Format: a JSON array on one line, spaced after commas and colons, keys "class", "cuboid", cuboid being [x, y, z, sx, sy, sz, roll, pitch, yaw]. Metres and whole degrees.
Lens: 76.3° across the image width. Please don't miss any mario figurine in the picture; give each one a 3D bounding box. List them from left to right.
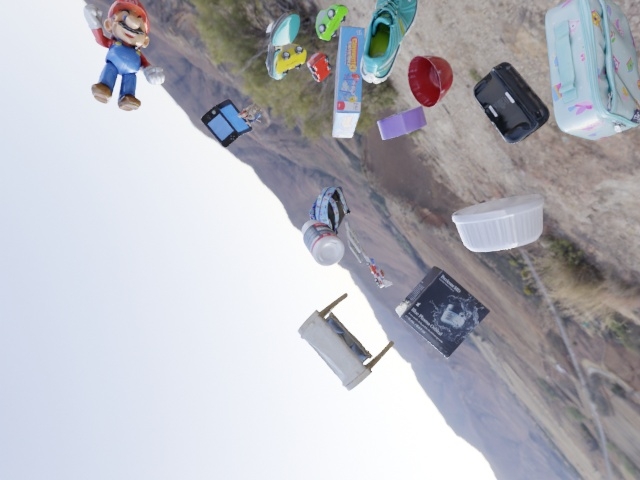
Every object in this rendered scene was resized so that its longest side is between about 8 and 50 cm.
[{"class": "mario figurine", "cuboid": [-0.568, -0.559, 1.183, 0.198, 0.169, 0.321, 25, -110, -74]}]

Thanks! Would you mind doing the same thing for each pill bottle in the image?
[{"class": "pill bottle", "cuboid": [0.000, 0.000, 1.364, 0.108, 0.108, 0.180, 49, -178, -33]}]

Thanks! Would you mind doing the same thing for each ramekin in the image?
[{"class": "ramekin", "cuboid": [0.568, -0.054, 1.298, 0.273, 0.272, 0.127, -90, -14, -83]}]

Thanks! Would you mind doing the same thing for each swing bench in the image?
[{"class": "swing bench", "cuboid": [0.073, 0.342, 1.367, 0.253, 0.165, 0.254, 47, -155, 14]}]

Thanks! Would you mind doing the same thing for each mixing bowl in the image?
[{"class": "mixing bowl", "cuboid": [0.403, -0.577, 1.445, 0.182, 0.098, 0.181, 56, 164, 25]}]

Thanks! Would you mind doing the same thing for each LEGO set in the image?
[{"class": "LEGO set", "cuboid": [0.172, 0.056, 1.423, 0.244, 0.060, 0.183, 54, -164, -23]}]

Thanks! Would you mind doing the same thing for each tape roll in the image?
[{"class": "tape roll", "cuboid": [0.330, -0.479, 1.654, 0.189, 0.188, 0.080, -113, 3, -74]}]

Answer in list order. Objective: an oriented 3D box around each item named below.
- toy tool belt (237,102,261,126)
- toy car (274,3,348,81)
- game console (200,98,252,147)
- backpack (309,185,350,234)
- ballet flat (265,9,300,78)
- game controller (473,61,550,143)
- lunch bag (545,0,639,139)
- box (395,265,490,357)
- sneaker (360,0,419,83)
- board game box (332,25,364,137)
[{"class": "toy tool belt", "cuboid": [-0.183, -0.332, 1.093, 0.051, 0.052, 0.083, 60, -155, -25]}, {"class": "toy car", "cuboid": [-0.011, -0.548, 1.113, 0.053, 0.225, 0.239, 52, -144, 13]}, {"class": "game console", "cuboid": [-0.350, -0.433, 1.519, 0.144, 0.124, 0.085, 51, 171, -31]}, {"class": "backpack", "cuboid": [0.030, -0.126, 1.559, 0.116, 0.158, 0.173, 17, 148, 24]}, {"class": "ballet flat", "cuboid": [-0.147, -0.690, 1.407, 0.096, 0.095, 0.280, 63, 152, 16]}, {"class": "game controller", "cuboid": [0.683, -0.503, 1.483, 0.067, 0.166, 0.320, 7, -128, -37]}, {"class": "lunch bag", "cuboid": [0.563, -0.351, 0.839, 0.223, 0.107, 0.280, 0, -98, -36]}, {"class": "box", "cuboid": [0.302, 0.175, 1.023, 0.156, 0.158, 0.093, 41, -176, 1]}, {"class": "sneaker", "cuboid": [0.163, -0.512, 0.955, 0.106, 0.276, 0.110, 15, 180, 12]}, {"class": "board game box", "cuboid": [0.102, -0.586, 1.557, 0.302, 0.086, 0.309, 138, 135, -88]}]
